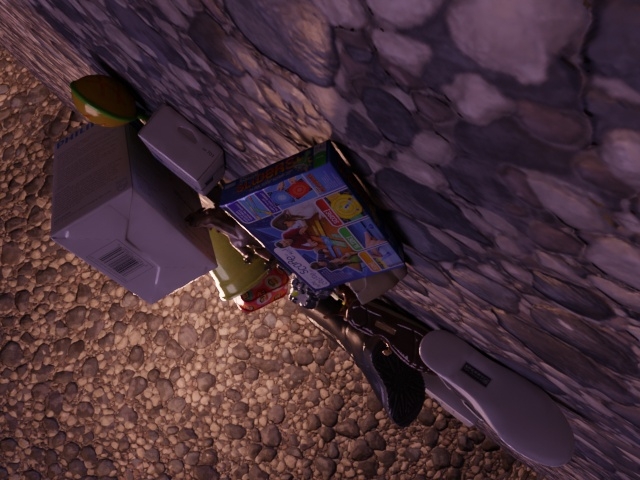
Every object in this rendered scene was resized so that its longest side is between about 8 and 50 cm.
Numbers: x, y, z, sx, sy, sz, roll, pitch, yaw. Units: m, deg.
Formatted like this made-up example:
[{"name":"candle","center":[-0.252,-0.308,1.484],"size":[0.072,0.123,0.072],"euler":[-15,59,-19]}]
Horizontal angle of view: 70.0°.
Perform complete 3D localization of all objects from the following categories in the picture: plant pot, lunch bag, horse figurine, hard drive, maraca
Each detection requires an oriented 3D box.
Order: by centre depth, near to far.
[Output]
[{"name":"maraca","center":[-0.441,-0.292,0.966],"size":[0.127,0.099,0.185],"euler":[43,-163,2]},{"name":"horse figurine","center":[0.126,0.202,1.169],"size":[0.263,0.066,0.174],"euler":[26,-162,13]},{"name":"hard drive","center":[-0.212,-0.052,1.333],"size":[0.254,0.054,0.172],"euler":[39,174,12]},{"name":"plant pot","center":[-0.314,0.023,1.598],"size":[0.254,0.276,0.276],"euler":[54,166,-17]},{"name":"lunch bag","center":[-0.262,0.122,1.845],"size":[0.293,0.258,0.120],"euler":[51,151,28]}]

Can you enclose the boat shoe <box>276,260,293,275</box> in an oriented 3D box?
[{"name":"boat shoe","center":[-0.078,0.069,1.349],"size":[0.065,0.083,0.183],"euler":[35,170,21]}]

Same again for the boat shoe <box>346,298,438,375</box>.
[{"name":"boat shoe","center":[0.188,0.203,1.041],"size":[0.257,0.095,0.095],"euler":[34,-158,15]}]

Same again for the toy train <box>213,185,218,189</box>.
[{"name":"toy train","center":[-0.358,-0.188,1.348],"size":[0.158,0.027,0.036],"euler":[40,174,-11]}]

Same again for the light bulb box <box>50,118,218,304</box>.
[{"name":"light bulb box","center":[-0.483,-0.092,1.206],"size":[0.358,0.225,0.361],"euler":[57,-175,-50]}]

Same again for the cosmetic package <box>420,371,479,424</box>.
[{"name":"cosmetic package","center":[0.376,0.475,1.563],"size":[0.377,0.097,0.284],"euler":[34,167,25]}]

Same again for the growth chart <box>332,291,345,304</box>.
[{"name":"growth chart","center":[0.053,0.210,1.736],"size":[0.237,0.021,0.172],"euler":[43,169,-29]}]

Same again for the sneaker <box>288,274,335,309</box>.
[{"name":"sneaker","center":[-0.023,0.096,1.212],"size":[0.107,0.110,0.275],"euler":[22,155,-8]}]

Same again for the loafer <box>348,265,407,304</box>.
[{"name":"loafer","center":[0.000,0.000,0.686],"size":[0.268,0.092,0.102],"euler":[33,170,29]}]

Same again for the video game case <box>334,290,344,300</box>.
[{"name":"video game case","center":[0.144,0.231,1.480],"size":[0.173,0.022,0.190],"euler":[42,170,-22]}]

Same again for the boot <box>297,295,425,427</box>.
[{"name":"boot","center":[0.108,0.343,1.461],"size":[0.445,0.146,0.367],"euler":[21,138,54]}]

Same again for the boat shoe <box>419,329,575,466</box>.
[{"name":"boat shoe","center":[0.311,0.282,0.830],"size":[0.301,0.108,0.102],"euler":[34,170,38]}]

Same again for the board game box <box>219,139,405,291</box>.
[{"name":"board game box","center":[-0.001,-0.015,0.537],"size":[0.136,0.035,0.201],"euler":[-18,139,23]}]

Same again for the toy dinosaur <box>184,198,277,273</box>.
[{"name":"toy dinosaur","center":[-0.173,-0.027,1.173],"size":[0.295,0.127,0.200],"euler":[25,-168,-38]}]

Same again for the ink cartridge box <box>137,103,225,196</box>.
[{"name":"ink cartridge box","center":[-0.269,-0.173,0.918],"size":[0.139,0.082,0.190],"euler":[39,172,-6]}]
